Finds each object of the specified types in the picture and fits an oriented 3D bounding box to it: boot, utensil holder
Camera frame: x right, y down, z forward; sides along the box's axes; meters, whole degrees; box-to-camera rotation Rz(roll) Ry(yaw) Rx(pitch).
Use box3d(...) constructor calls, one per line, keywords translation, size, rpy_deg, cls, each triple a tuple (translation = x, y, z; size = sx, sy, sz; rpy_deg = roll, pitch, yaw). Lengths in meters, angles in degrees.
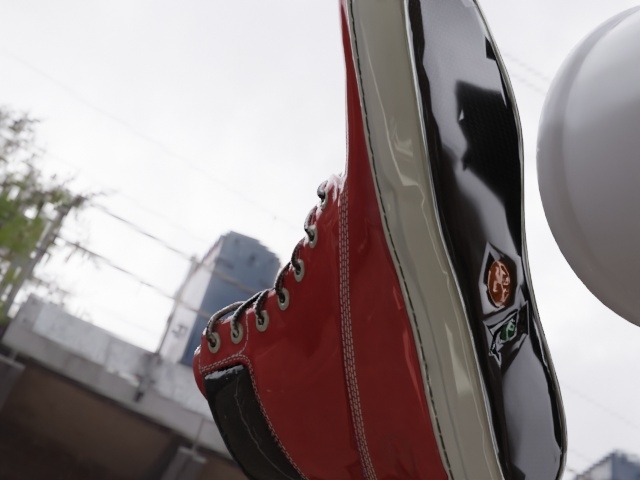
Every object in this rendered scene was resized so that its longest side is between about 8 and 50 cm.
box3d(translation=(0.000, 0.000, 0.535), size=(0.176, 0.088, 0.244), rpy_deg=(-2, -78, 38), cls="boot")
box3d(translation=(0.415, -0.096, 1.011), size=(0.327, 0.328, 0.385), rpy_deg=(31, -19, -14), cls="utensil holder")
